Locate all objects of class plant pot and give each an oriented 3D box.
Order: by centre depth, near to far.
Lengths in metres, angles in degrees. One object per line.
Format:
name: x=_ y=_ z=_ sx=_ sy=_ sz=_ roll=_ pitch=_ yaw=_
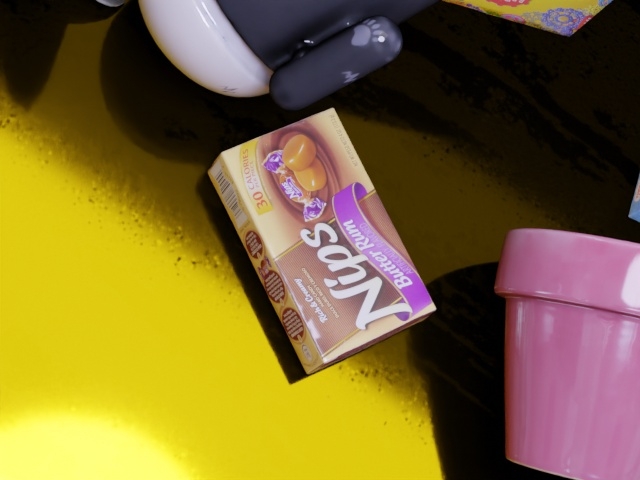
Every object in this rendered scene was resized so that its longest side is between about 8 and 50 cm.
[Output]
plant pot: x=0.227 y=0.099 z=1.093 sx=0.201 sy=0.201 sz=0.180 roll=13 pitch=86 yaw=-14

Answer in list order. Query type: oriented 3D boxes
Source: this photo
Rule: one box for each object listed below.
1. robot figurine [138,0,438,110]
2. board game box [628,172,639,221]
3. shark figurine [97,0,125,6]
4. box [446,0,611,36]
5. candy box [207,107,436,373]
robot figurine: x=-0.008 y=-0.223 z=1.068 sx=0.278 sy=0.209 sz=0.173 roll=-28 pitch=109 yaw=19
board game box: x=0.397 y=-0.053 z=1.264 sx=0.211 sy=0.039 sz=0.160 roll=24 pitch=69 yaw=-10
shark figurine: x=-0.177 y=-0.256 z=1.125 sx=0.116 sy=0.166 sz=0.278 roll=50 pitch=45 yaw=-26
box: x=0.211 y=-0.370 z=1.160 sx=0.177 sy=0.290 sz=0.279 roll=14 pitch=71 yaw=-14
candy box: x=0.000 y=0.000 z=1.113 sx=0.109 sy=0.053 sz=0.187 roll=-23 pitch=81 yaw=-23
